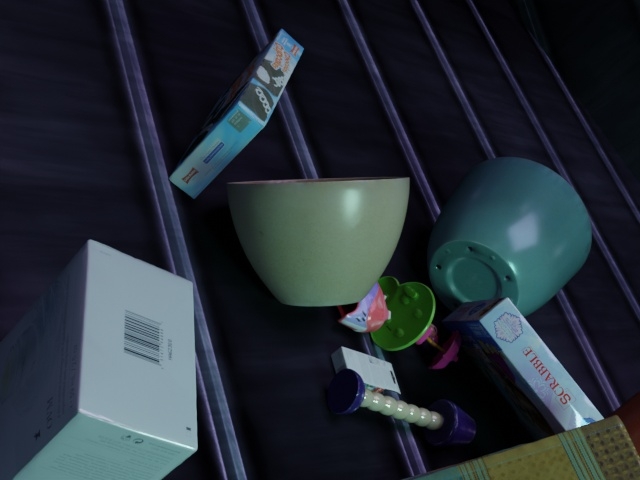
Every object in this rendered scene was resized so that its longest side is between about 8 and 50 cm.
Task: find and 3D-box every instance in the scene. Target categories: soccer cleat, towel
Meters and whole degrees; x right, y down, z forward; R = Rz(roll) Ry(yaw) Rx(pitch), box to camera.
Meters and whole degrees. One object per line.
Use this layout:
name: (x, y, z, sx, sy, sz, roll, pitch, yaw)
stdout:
soccer cleat: (0.046, 0.046, 1.781, 0.095, 0.083, 0.248, 14, 47, -38)
towel: (0.290, 0.410, 1.443, 0.040, 0.370, 0.272, 74, -1, -53)

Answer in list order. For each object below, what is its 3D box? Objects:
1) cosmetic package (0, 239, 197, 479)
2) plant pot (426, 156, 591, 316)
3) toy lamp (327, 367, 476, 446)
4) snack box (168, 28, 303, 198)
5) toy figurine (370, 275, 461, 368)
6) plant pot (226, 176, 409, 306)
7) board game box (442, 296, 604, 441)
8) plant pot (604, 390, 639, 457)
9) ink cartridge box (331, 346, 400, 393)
cosmetic package: (-0.250, 0.164, 1.106, 0.138, 0.224, 0.224, 25, 36, -30)
plant pot: (0.338, 0.023, 1.996, 0.293, 0.293, 0.235, 47, 45, -1)
toy lamp: (0.137, 0.267, 1.635, 0.274, 0.080, 0.080, 24, 37, -36)
snack box: (-0.134, -0.217, 1.743, 0.060, 0.187, 0.322, 40, 30, -13)
toy figurine: (0.171, 0.156, 1.813, 0.159, 0.130, 0.173, 41, 3, -38)
plant pot: (0.000, 0.000, 1.626, 0.284, 0.284, 0.191, -8, 97, -55)
board game box: (0.354, 0.242, 1.776, 0.318, 0.066, 0.319, 52, -6, 2)
plant pot: (0.670, 0.386, 2.000, 0.272, 0.265, 0.272, 32, 34, -25)
ink cartridge box: (0.072, 0.213, 1.664, 0.115, 0.029, 0.063, 23, 38, -38)
